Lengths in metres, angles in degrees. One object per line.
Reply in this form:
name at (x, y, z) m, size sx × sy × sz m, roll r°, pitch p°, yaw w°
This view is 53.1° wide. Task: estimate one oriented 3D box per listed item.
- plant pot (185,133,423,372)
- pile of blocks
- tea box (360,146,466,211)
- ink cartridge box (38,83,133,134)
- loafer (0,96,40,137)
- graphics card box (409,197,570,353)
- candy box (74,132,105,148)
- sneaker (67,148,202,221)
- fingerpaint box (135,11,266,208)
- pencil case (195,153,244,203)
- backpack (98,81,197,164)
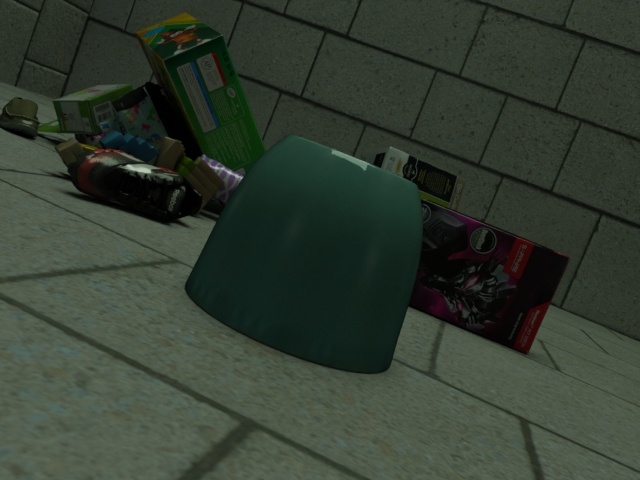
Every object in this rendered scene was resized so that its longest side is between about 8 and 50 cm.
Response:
plant pot at (0.000, 0.000, 0.845) m, size 0.293 × 0.235 × 0.293 m, roll 21°, pitch 5°, yaw -2°
pile of blocks at (-0.389, -0.169, 1.383) m, size 0.362 × 0.149 × 0.112 m, roll 16°, pitch 8°, yaw -40°
tea box at (0.276, -0.107, 2.209) m, size 0.323 × 0.329 × 0.220 m, roll 21°, pitch -6°, yaw -21°
ink cartridge box at (-0.676, -0.371, 1.798) m, size 0.255 × 0.097 × 0.189 m, roll 6°, pitch 28°, yaw 23°
loafer at (-0.803, -0.339, 1.707) m, size 0.094 × 0.087 × 0.251 m, roll 17°, pitch 7°, yaw -39°
graphics card box at (0.327, 0.070, 1.415) m, size 0.370 × 0.233 × 0.094 m, roll 23°, pitch 6°, yaw 4°
candy box at (-0.585, -0.286, 1.802) m, size 0.159 × 0.071 × 0.233 m, roll -17°, pitch 26°, yaw -30°
sneaker at (-0.332, -0.100, 1.206) m, size 0.135 × 0.098 × 0.276 m, roll 23°, pitch 4°, yaw 36°
fingerpaint box at (-0.295, -0.339, 1.697) m, size 0.371 × 0.163 × 0.445 m, roll 46°, pitch -20°, yaw 54°
pencil case at (-0.213, -0.131, 1.540) m, size 0.206 × 0.086 × 0.088 m, roll 28°, pitch 34°, yaw -13°
backpack at (-0.417, -0.239, 1.602) m, size 0.254 × 0.191 × 0.225 m, roll 56°, pitch 1°, yaw -10°
